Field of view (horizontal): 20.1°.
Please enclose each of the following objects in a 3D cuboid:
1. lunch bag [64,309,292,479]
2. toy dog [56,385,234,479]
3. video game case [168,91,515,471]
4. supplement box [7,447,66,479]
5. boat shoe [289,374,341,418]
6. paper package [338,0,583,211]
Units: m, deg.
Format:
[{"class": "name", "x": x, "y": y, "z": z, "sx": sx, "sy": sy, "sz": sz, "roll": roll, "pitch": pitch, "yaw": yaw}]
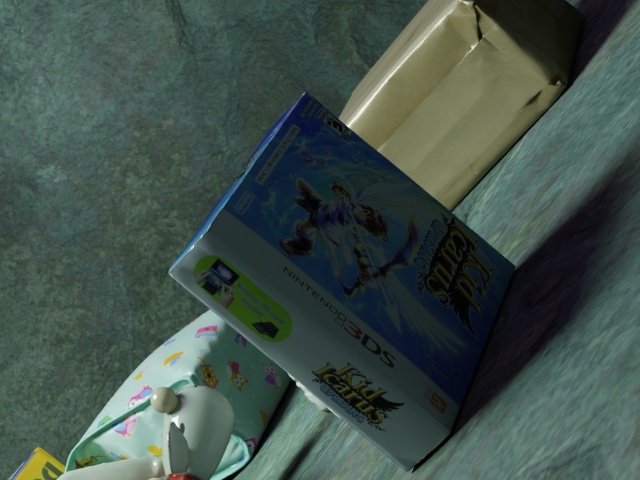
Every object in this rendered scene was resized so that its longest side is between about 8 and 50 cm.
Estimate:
[{"class": "lunch bag", "x": -0.182, "y": 0.221, "z": 2.205, "sx": 0.262, "sy": 0.160, "sz": 0.223, "roll": -34, "pitch": 13, "yaw": 26}, {"class": "toy dog", "x": -0.195, "y": 0.265, "z": 1.719, "sx": 0.220, "sy": 0.161, "sz": 0.334, "roll": -39, "pitch": 26, "yaw": 23}, {"class": "video game case", "x": 0.029, "y": 0.024, "z": 1.477, "sx": 0.061, "sy": 0.244, "sz": 0.269, "roll": -45, "pitch": 8, "yaw": 32}, {"class": "supplement box", "x": -0.401, "y": 0.455, "z": 2.284, "sx": 0.356, "sy": 0.195, "sz": 0.194, "roll": -44, "pitch": 8, "yaw": 43}, {"class": "boat shoe", "x": 0.009, "y": 0.113, "z": 1.798, "sx": 0.098, "sy": 0.096, "sz": 0.277, "roll": -51, "pitch": 6, "yaw": -16}, {"class": "paper package", "x": 0.157, "y": -0.184, "z": 2.209, "sx": 0.309, "sy": 0.168, "sz": 0.325, "roll": -48, "pitch": 7, "yaw": 25}]
